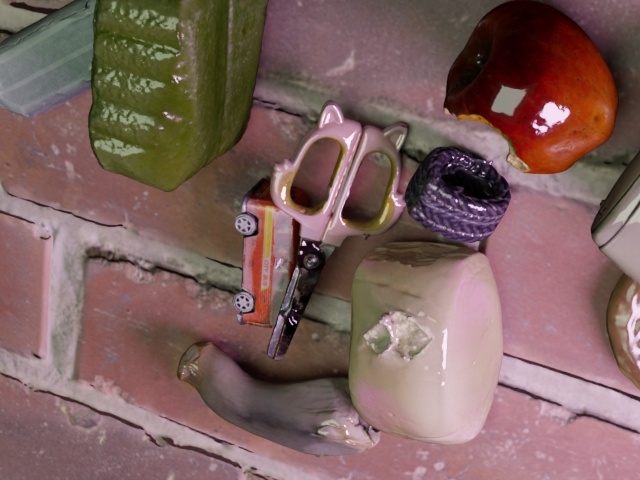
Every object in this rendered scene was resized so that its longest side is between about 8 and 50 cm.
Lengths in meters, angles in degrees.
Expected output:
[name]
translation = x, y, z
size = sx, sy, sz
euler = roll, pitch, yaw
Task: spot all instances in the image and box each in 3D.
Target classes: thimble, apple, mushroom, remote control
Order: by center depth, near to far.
[apple]
translation = 0.219, -0.152, 1.456
size = 0.158, 0.156, 0.147
euler = 25, 122, -17
[thimble]
translation = 0.147, -0.050, 1.568
size = 0.104, 0.095, 0.066
euler = 13, 133, -18
[remote control]
translation = -0.304, -0.225, 1.749
size = 0.247, 0.052, 0.104
euler = -23, 100, 29
[mushroom]
translation = -0.054, 0.196, 1.767
size = 0.278, 0.099, 0.096
euler = 14, 110, 25

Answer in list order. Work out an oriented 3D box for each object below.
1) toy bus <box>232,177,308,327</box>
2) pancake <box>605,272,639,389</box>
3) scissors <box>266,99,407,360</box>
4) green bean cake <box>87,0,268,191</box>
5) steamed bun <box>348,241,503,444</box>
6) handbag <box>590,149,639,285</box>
[toy bus]
translation = -0.056, 0.020, 1.708
size = 0.077, 0.079, 0.174
euler = 9, 114, 13
[pancake]
translation = 0.415, 0.103, 1.520
size = 0.222, 0.042, 0.236
euler = -37, 92, 29
[scissors]
translation = 0.000, 0.000, 1.648
size = 0.160, 0.024, 0.317
euler = 16, 110, -13
[green bean cake]
translation = -0.156, -0.192, 1.585
size = 0.125, 0.222, 0.248
euler = 17, 119, 17
[steamed bun]
translation = 0.106, 0.125, 1.620
size = 0.170, 0.152, 0.238
euler = 8, 111, 25
[handbag]
translation = 0.443, 0.002, 1.436
size = 0.315, 0.109, 0.241
euler = 34, 108, 0
